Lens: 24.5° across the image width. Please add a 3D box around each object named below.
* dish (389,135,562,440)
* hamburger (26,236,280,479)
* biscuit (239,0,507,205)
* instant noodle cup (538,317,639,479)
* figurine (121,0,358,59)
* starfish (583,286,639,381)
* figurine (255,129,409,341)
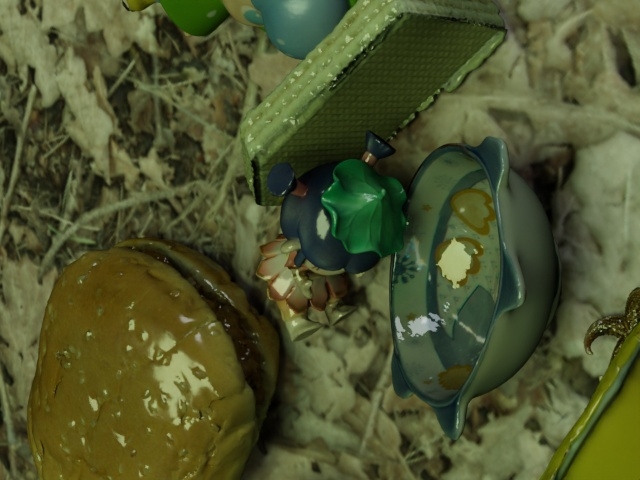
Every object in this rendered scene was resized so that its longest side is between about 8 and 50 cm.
[{"bbox_3d":[0.132,0.040,1.142,0.236,0.086,0.228,125,144,-56],"label":"dish"},{"bbox_3d":[-0.169,0.148,1.382,0.259,0.145,0.283,29,119,27],"label":"hamburger"},{"bbox_3d":[0.022,-0.113,1.187,0.252,0.150,0.052,-43,65,35],"label":"biscuit"},{"bbox_3d":[0.256,0.235,0.977,0.254,0.325,0.325,30,115,15],"label":"instant noodle cup"},{"bbox_3d":[-0.050,-0.228,1.214,0.263,0.143,0.162,7,122,30],"label":"figurine"},{"bbox_3d":[0.245,0.073,1.126,0.091,0.028,0.078,-5,102,35],"label":"starfish"},{"bbox_3d":[0.000,0.000,1.222,0.102,0.111,0.195,56,146,14],"label":"figurine"}]
